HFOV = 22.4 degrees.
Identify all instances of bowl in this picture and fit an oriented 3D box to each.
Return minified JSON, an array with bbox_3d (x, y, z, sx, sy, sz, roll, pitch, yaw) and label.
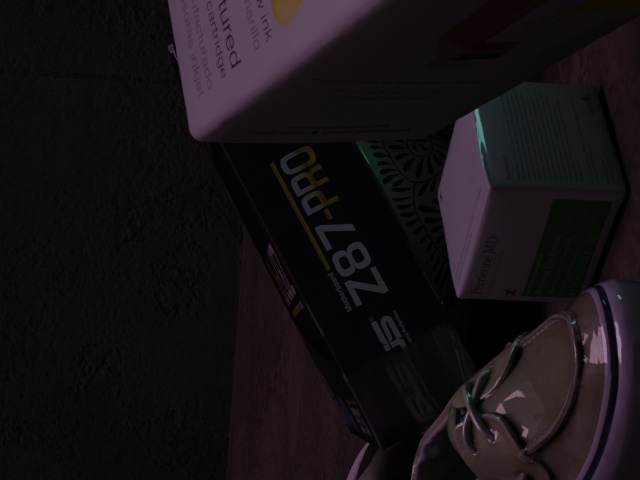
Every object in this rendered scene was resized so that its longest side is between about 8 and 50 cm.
[{"bbox_3d":[0.086,-0.029,1.237,0.170,0.080,0.170,63,178,4],"label":"bowl"}]

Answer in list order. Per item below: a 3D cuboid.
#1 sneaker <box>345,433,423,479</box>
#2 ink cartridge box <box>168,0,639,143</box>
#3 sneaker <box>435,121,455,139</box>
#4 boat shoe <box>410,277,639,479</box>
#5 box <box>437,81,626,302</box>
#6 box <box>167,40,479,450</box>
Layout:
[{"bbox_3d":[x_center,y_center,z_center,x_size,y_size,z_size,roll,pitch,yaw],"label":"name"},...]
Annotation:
[{"bbox_3d":[0.080,0.258,1.285,0.108,0.100,0.271,-47,31,38],"label":"sneaker"},{"bbox_3d":[0.063,-0.234,0.746,0.385,0.160,0.279,-29,68,57],"label":"ink cartridge box"},{"bbox_3d":[0.105,-0.087,1.283,0.135,0.058,0.052,112,159,-64],"label":"sneaker"},{"bbox_3d":[0.124,0.114,0.958,0.302,0.094,0.109,107,164,-60],"label":"boat shoe"},{"bbox_3d":[0.128,-0.031,1.001,0.101,0.087,0.102,101,169,-45],"label":"box"},{"bbox_3d":[0.000,0.000,1.277,0.318,0.097,0.395,61,176,2],"label":"box"}]
